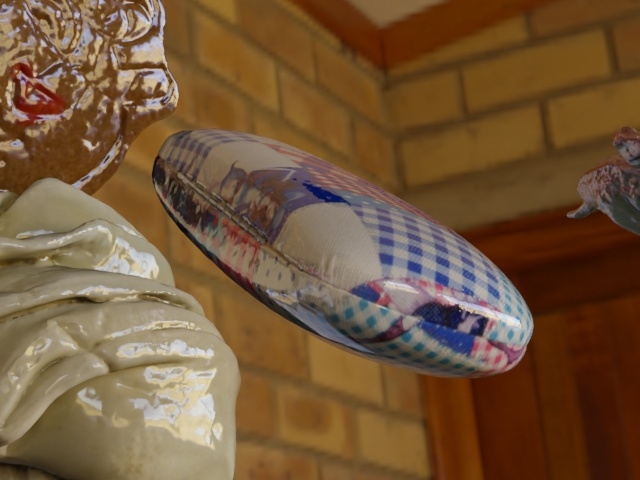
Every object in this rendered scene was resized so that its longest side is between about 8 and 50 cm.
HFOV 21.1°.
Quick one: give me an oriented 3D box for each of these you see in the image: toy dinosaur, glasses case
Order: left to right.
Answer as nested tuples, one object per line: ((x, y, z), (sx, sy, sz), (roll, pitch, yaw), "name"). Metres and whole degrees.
((0.000, 0.000, 0.907), (0.125, 0.076, 0.327), (18, 7, -24), "glasses case")
((0.214, -0.034, 1.199), (0.167, 0.053, 0.242), (33, -7, -25), "toy dinosaur")

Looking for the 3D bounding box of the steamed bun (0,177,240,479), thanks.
((-0.194, 0.077, 1.263), (0.289, 0.203, 0.276), (33, 11, 29), "steamed bun")

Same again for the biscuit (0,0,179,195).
((-0.252, -0.163, 1.433), (0.257, 0.273, 0.049), (-38, 11, -19), "biscuit")
